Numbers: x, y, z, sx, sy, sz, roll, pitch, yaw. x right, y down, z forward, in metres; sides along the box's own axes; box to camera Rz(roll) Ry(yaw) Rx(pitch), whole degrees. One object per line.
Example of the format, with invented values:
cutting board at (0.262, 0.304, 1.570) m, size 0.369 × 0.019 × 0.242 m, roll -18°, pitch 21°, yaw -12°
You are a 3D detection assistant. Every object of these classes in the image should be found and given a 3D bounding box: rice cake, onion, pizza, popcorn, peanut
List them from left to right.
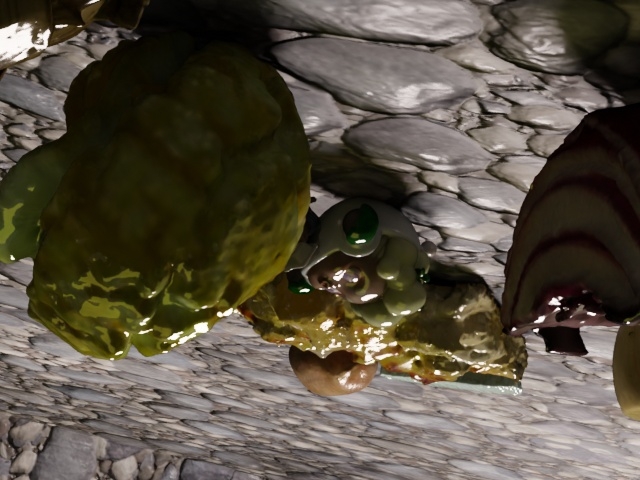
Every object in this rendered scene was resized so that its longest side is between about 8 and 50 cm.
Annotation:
popcorn at (-0.102, -0.028, 1.097) m, size 0.184 × 0.221 × 0.204 m, roll 39°, pitch 152°, yaw -8°
peanut at (0.010, 0.129, 1.827) m, size 0.076 × 0.076 × 0.152 m, roll 19°, pitch 168°, yaw -20°
pizza at (0.053, 0.078, 1.602) m, size 0.324 × 0.089 × 0.223 m, roll 14°, pitch 167°, yaw -5°
rice cake at (0.141, 0.141, 1.834) m, size 0.171 × 0.033 × 0.029 m, roll 3°, pitch 158°, yaw 33°
onion at (0.258, -0.018, 1.027) m, size 0.280 × 0.146 × 0.314 m, roll -8°, pitch 171°, yaw -19°

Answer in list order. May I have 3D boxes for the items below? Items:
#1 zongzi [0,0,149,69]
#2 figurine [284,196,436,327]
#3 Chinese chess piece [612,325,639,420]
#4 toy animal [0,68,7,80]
zongzi at (-0.263, -0.143, 0.884) m, size 0.286 × 0.134 × 0.288 m, roll -10°, pitch -168°, yaw -26°
figurine at (0.000, 0.001, 1.350) m, size 0.197 × 0.093 × 0.147 m, roll 19°, pitch 153°, yaw -16°
Chinese chess piece at (0.351, 0.096, 1.320) m, size 0.251 × 0.097 × 0.251 m, roll 4°, pitch 169°, yaw 1°
toy animal at (-0.355, -0.120, 1.233) m, size 0.244 × 0.087 × 0.260 m, roll 15°, pitch 167°, yaw -12°
